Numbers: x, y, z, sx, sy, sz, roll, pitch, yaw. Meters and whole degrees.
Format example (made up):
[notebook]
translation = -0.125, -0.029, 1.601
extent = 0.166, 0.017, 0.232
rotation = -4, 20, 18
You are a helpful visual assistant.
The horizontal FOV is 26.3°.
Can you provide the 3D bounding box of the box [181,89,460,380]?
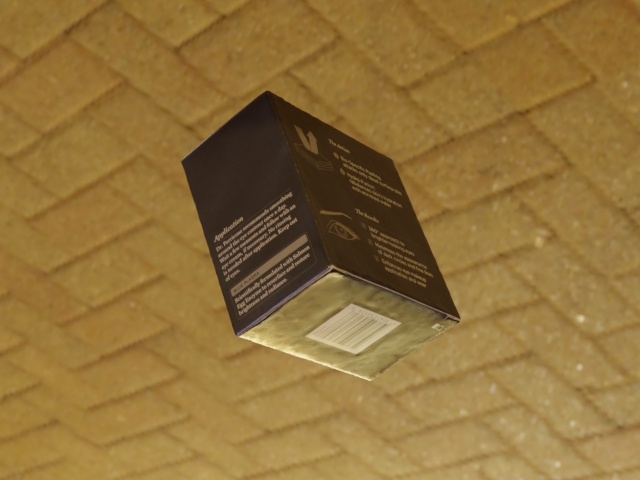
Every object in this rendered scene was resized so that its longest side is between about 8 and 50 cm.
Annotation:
[box]
translation = 0.000, 0.000, 0.981
extent = 0.093, 0.158, 0.156
rotation = -36, 144, 24
